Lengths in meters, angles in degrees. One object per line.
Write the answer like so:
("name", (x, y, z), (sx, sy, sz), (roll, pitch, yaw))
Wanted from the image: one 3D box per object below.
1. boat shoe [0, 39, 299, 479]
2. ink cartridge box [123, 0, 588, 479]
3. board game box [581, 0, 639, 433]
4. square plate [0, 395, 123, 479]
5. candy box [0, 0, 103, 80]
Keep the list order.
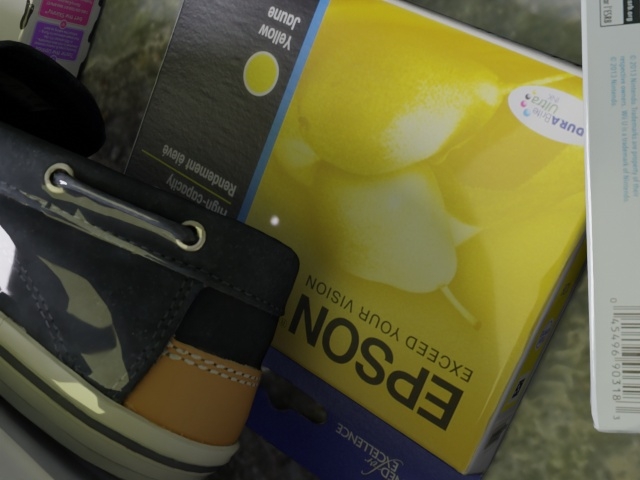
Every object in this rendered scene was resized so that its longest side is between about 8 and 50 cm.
("boat shoe", (-0.218, -0.053, 0.540), (0.500, 0.187, 0.156), (33, 90, 23))
("ink cartridge box", (0.000, 0.000, 0.543), (0.303, 0.072, 0.307), (29, 104, 27))
("board game box", (0.258, -0.041, 0.330), (0.303, 0.097, 0.224), (-1, 91, 19))
("square plate", (-0.152, 0.134, 0.511), (0.344, 0.347, 0.049), (33, 78, 26))
("candy box", (-0.255, -0.198, 0.686), (0.164, 0.070, 0.196), (29, 107, 26))
